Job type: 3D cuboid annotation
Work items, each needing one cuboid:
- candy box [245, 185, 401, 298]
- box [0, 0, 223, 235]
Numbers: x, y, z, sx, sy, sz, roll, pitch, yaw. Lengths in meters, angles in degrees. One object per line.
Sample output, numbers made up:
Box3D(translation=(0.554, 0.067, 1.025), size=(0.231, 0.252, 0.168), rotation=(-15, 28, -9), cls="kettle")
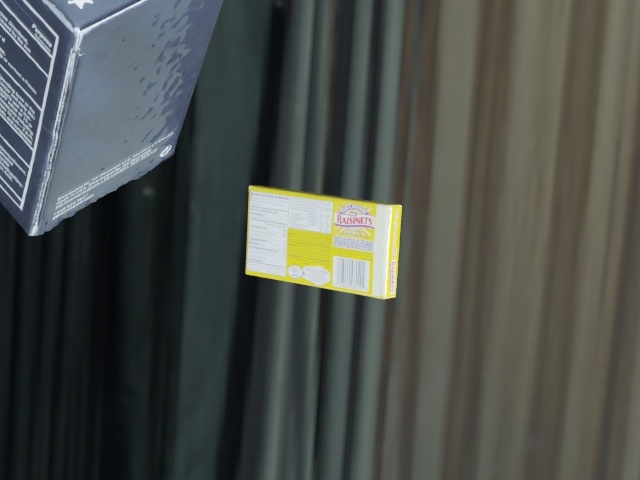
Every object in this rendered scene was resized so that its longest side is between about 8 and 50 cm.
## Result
Box3D(translation=(0.000, 0.000, 1.936), size=(0.206, 0.105, 0.027), rotation=(10, 8, 38), cls="candy box")
Box3D(translation=(-0.248, -0.219, 1.465), size=(0.182, 0.294, 0.296), rotation=(-34, 73, -31), cls="box")
